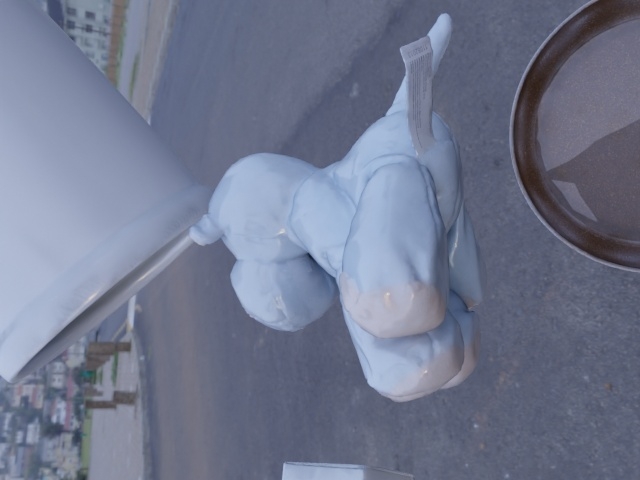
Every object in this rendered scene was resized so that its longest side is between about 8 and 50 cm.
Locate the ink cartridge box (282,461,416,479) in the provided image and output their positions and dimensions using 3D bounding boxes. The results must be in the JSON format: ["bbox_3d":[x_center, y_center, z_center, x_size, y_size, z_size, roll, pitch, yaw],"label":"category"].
[{"bbox_3d":[0.035,0.444,0.735,0.122,0.211,0.288,-7,63,26],"label":"ink cartridge box"}]

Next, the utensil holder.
[{"bbox_3d":[-0.362,-0.082,0.699,0.385,0.328,0.328,50,154,-4],"label":"utensil holder"}]

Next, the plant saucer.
[{"bbox_3d":[0.366,-0.119,0.621,0.050,0.311,0.310,-22,-60,-76],"label":"plant saucer"}]

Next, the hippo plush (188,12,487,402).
[{"bbox_3d":[0.000,0.000,0.490,0.234,0.237,0.294,-54,-45,-54],"label":"hippo plush"}]
